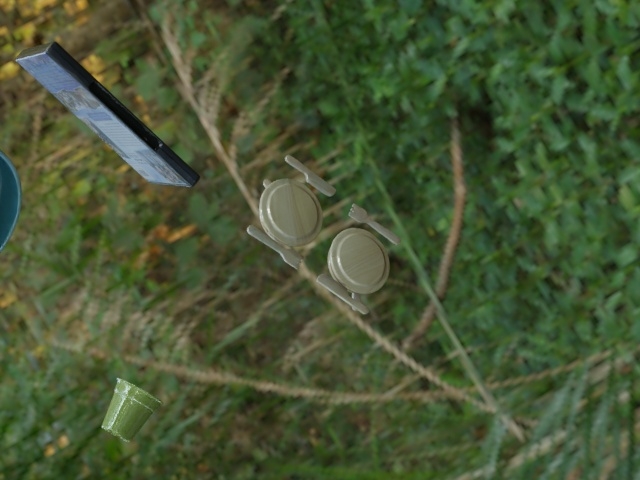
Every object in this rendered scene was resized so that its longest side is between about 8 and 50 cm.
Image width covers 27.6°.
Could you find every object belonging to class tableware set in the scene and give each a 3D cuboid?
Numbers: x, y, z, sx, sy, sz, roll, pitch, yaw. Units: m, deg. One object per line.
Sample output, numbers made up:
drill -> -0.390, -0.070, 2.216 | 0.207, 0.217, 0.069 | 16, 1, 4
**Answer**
tableware set -> 0.000, 0.000, 1.621 | 0.194, 0.128, 0.039 | 36, 148, -15

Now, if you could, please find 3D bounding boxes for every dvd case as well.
dvd case -> -0.277, -0.160, 1.687 | 0.253, 0.022, 0.180 | 44, 166, -21

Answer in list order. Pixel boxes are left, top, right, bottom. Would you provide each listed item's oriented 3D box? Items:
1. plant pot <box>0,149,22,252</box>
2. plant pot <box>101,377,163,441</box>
plant pot -> -0.586, -0.092, 1.758 | 0.255, 0.271, 0.272 | 43, 165, 33
plant pot -> -0.298, 0.267, 2.016 | 0.083, 0.079, 0.083 | 27, 167, 7
